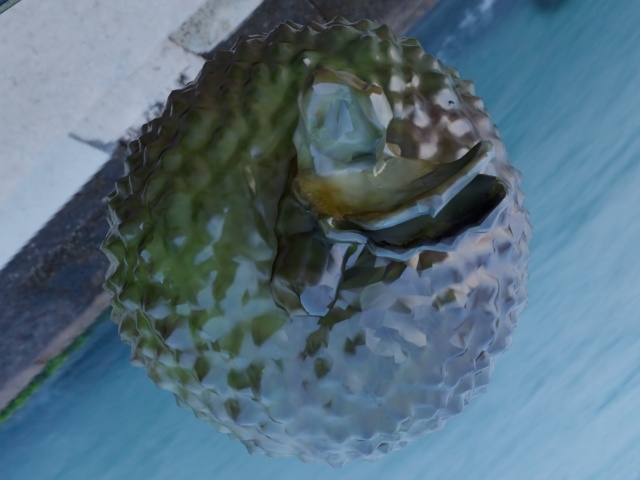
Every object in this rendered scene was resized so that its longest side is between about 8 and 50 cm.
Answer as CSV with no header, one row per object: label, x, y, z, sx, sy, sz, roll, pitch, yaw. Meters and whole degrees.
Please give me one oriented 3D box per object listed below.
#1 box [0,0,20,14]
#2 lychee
box,-0.165,-0.146,0.417,0.083,0.035,0.079,-46,139,-26
lychee,0.000,0.002,0.551,0.270,0.270,0.320,-47,169,16
